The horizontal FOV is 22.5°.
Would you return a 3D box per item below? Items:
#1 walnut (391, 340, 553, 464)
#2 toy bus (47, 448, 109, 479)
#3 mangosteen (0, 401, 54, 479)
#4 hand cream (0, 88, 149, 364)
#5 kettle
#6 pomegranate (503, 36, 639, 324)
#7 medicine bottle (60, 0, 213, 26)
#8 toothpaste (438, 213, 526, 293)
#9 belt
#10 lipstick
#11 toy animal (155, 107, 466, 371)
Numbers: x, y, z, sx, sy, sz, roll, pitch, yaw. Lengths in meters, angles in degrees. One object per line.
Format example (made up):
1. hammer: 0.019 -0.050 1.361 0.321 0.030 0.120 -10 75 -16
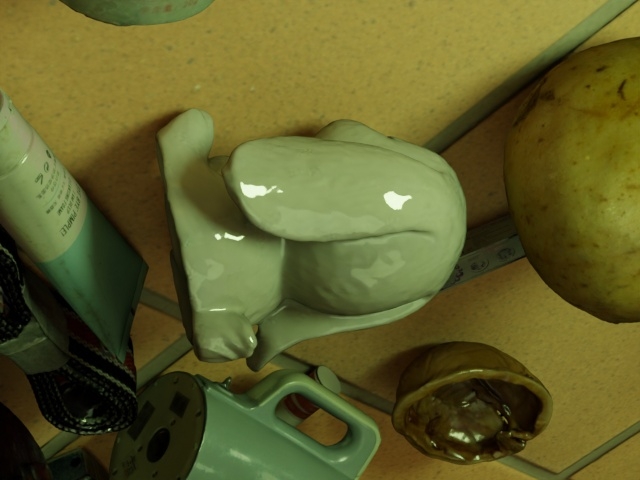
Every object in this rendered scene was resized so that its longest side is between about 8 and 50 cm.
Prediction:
1. walnut: 0.163 0.166 1.789 0.167 0.087 0.211 -27 141 21
2. toy bus: -0.254 0.384 1.720 0.139 0.289 0.157 -27 145 5
3. mangosteen: -0.446 0.305 1.481 0.435 0.382 0.382 -13 144 13
4. hand cream: -0.231 -0.018 1.402 0.070 0.111 0.312 -4 143 20
5. kettle: -0.068 0.229 1.705 0.243 0.160 0.210 27 96 -34
6. pomegranate: 0.285 -0.053 1.449 0.260 0.260 0.260 -12 142 -9
7. medicine bottle: -0.125 -0.243 1.109 0.147 0.147 0.143 -5 139 -17
8. toothpaste: 0.137 0.019 1.637 0.196 0.040 0.047 -23 138 5
9. belt: -0.273 0.073 1.484 0.126 0.094 0.359 -28 143 10
10. lipstick: -0.036 0.188 1.773 0.131 0.038 0.038 -39 138 26
11. toy animal: 0.000 0.000 1.422 0.265 0.206 0.271 -8 139 -8
